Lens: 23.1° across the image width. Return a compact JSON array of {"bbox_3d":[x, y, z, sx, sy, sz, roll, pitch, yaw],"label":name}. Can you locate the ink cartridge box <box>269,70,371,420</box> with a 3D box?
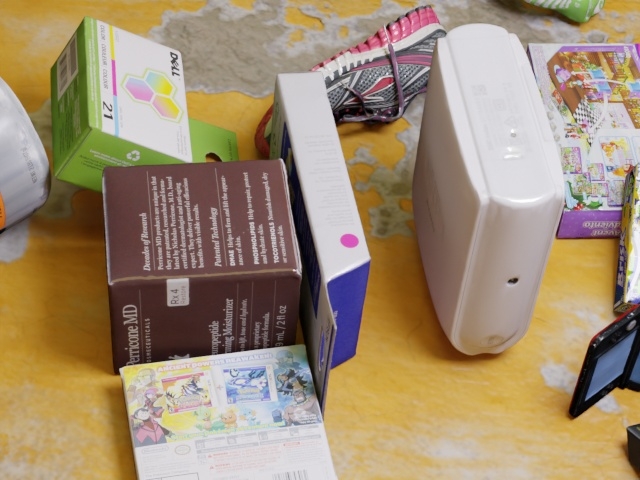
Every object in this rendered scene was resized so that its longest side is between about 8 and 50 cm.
[{"bbox_3d":[0.000,0.000,1.743,0.069,0.175,0.370,-3,51,-8],"label":"ink cartridge box"}]

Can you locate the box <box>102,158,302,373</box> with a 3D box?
[{"bbox_3d":[-0.133,0.028,1.713,0.203,0.168,0.167,-4,51,-8],"label":"box"}]

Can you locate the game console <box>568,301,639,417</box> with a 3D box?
[{"bbox_3d":[0.345,0.142,1.673,0.124,0.144,0.085,-32,58,-27],"label":"game console"}]

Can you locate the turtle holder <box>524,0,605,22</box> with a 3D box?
[{"bbox_3d":[0.282,-0.470,2.125,0.227,0.243,0.320,-9,40,-34],"label":"turtle holder"}]

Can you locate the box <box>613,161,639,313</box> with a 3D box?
[{"bbox_3d":[0.378,0.000,1.807,0.054,0.059,0.168,9,77,-1],"label":"box"}]

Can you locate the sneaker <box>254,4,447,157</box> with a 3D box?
[{"bbox_3d":[0.050,-0.184,1.948,0.299,0.121,0.112,-31,89,-18],"label":"sneaker"}]

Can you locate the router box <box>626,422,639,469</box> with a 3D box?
[{"bbox_3d":[0.417,0.229,1.615,0.133,0.046,0.179,-13,19,-15],"label":"router box"}]

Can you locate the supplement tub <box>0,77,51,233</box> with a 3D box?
[{"bbox_3d":[-0.486,-0.046,1.721,0.338,0.207,0.207,-35,61,-28],"label":"supplement tub"}]

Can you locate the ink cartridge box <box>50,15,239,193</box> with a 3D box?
[{"bbox_3d":[-0.179,-0.129,1.820,0.255,0.097,0.188,18,42,-29],"label":"ink cartridge box"}]

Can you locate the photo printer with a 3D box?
[{"bbox_3d":[0.173,-0.042,1.706,0.107,0.307,0.256,-5,54,-7],"label":"photo printer"}]

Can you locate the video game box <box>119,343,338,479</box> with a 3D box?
[{"bbox_3d":[-0.099,0.205,1.647,0.205,0.048,0.187,-6,53,-10],"label":"video game box"}]

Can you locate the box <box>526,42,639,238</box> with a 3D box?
[{"bbox_3d":[0.375,-0.130,1.961,0.201,0.057,0.293,-1,50,-4],"label":"box"}]
